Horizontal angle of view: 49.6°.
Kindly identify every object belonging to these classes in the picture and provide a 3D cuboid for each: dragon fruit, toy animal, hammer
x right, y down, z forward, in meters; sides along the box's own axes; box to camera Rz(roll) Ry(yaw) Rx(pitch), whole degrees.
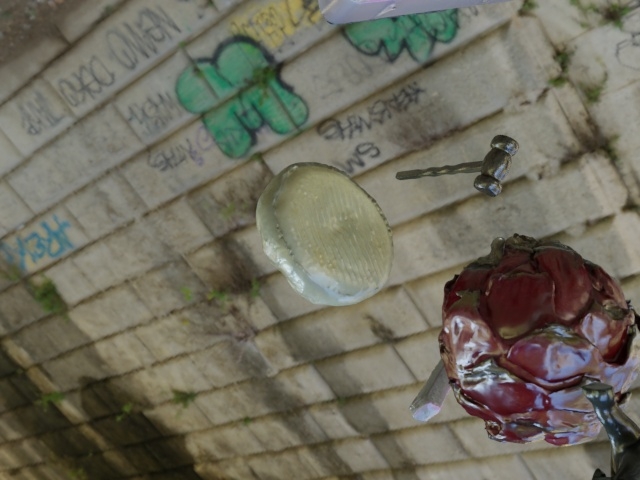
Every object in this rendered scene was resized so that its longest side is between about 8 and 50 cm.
[{"bbox_3d":[0.337,0.158,1.077,0.329,0.329,0.329,-32,-162,12],"label":"dragon fruit"},{"bbox_3d":[0.254,0.180,0.547,0.269,0.137,0.082,-16,-171,-26],"label":"toy animal"},{"bbox_3d":[0.142,-0.080,0.812,0.058,0.029,0.292,-64,-166,-4],"label":"hammer"}]

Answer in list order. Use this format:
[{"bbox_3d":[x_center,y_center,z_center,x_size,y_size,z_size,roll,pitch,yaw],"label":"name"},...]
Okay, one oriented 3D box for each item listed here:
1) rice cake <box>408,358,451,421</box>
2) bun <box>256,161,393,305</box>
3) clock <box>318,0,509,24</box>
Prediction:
[{"bbox_3d":[0.304,0.320,1.672,0.072,0.056,0.365,-51,172,34],"label":"rice cake"},{"bbox_3d":[0.000,0.000,1.284,0.146,0.287,0.287,-43,-173,46],"label":"bun"},{"bbox_3d":[0.089,-0.269,0.574,0.197,0.150,0.063,-12,-174,-15],"label":"clock"}]
